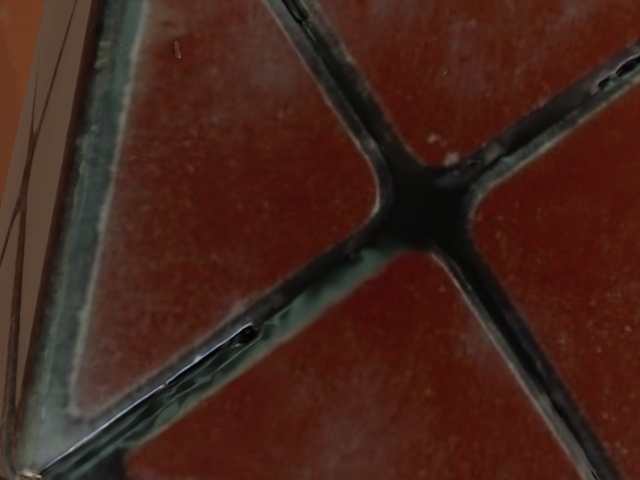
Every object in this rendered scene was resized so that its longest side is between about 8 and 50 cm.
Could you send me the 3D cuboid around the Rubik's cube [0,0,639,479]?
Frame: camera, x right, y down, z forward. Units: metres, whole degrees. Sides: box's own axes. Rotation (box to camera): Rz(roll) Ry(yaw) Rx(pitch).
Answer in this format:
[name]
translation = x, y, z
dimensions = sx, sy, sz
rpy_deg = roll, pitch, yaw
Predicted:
[Rubik's cube]
translation = 0.000, 0.000, 0.682
dimensions = 0.259, 0.260, 0.254
rpy_deg = 13, 83, -14
